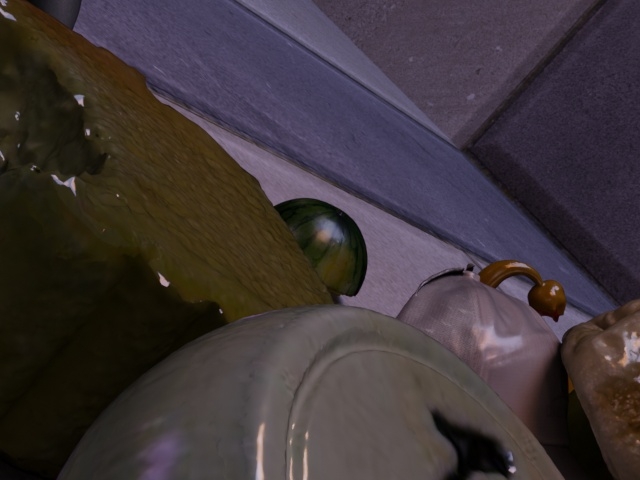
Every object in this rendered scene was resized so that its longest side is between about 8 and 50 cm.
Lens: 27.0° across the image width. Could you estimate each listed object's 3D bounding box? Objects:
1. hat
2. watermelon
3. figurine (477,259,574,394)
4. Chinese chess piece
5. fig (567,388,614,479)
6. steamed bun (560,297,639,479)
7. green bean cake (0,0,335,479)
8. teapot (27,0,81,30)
[{"bbox_3d":[0.165,0.134,1.013,0.226,0.164,0.219,28,3,30],"label":"hat"},{"bbox_3d":[0.000,0.000,1.124,0.105,0.062,0.105,37,9,-7],"label":"watermelon"},{"bbox_3d":[0.196,0.093,1.280,0.176,0.122,0.121,38,10,-14],"label":"figurine"},{"bbox_3d":[0.020,0.141,0.444,0.250,0.101,0.250,41,29,-28],"label":"Chinese chess piece"},{"bbox_3d":[0.268,0.178,1.160,0.165,0.144,0.154,74,24,-48],"label":"fig"},{"bbox_3d":[0.275,0.103,0.994,0.140,0.155,0.172,64,14,3],"label":"steamed bun"},{"bbox_3d":[-0.104,0.008,0.609,0.233,0.124,0.236,34,14,-37],"label":"green bean cake"},{"bbox_3d":[-0.246,-0.162,0.757,0.239,0.149,0.162,30,-18,-3],"label":"teapot"}]
